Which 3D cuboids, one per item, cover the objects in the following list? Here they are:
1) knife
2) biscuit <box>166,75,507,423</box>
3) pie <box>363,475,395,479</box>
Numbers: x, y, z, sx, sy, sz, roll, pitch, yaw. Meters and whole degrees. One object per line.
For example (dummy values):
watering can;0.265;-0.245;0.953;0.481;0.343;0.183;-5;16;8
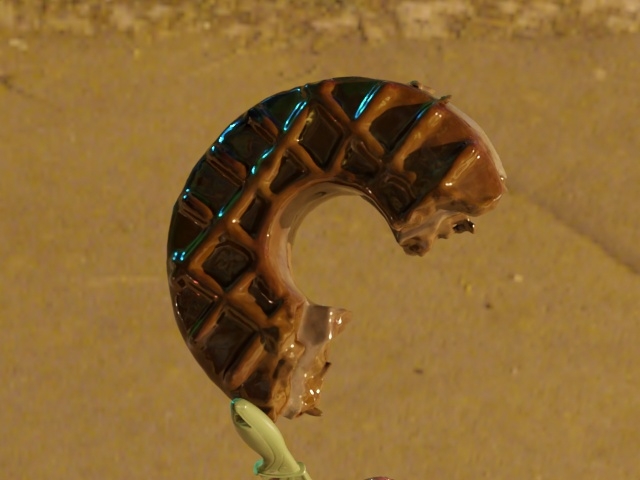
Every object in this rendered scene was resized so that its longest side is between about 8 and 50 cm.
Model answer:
knife;-0.027;0.134;0.935;0.030;0.207;0.014;-11;61;9
biscuit;-0.006;-0.018;1.557;0.268;0.115;0.366;43;93;16
pie;0.048;0.359;1.683;0.054;0.204;0.219;13;19;35
